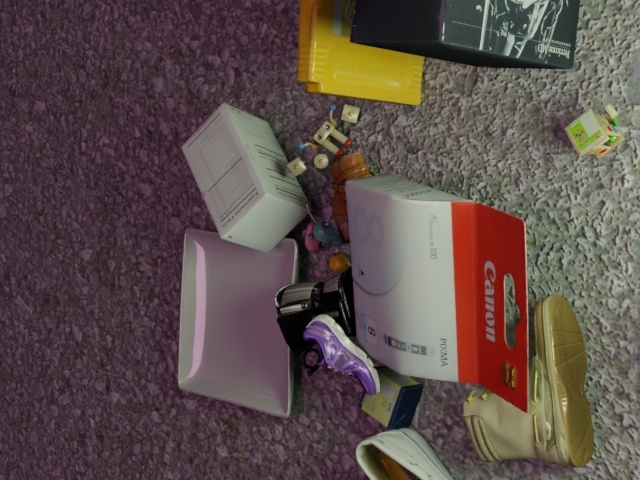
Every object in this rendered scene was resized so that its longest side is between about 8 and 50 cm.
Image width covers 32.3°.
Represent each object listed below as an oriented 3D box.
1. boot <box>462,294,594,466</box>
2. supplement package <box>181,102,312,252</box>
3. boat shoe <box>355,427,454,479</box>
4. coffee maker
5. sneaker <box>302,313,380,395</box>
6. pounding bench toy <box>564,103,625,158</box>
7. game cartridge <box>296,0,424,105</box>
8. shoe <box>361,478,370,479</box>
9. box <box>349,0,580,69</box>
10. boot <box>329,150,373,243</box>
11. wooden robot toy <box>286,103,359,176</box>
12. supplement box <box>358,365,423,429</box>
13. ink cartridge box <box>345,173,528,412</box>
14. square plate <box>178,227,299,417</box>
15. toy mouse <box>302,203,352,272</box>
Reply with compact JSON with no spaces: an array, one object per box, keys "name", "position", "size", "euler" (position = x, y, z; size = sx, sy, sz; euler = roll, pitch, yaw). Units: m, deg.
[{"name":"boot","position":[0.316,0.222,1.740],"size":[0.203,0.095,0.261],"euler":[-10,86,46]},{"name":"supplement package","position":[-0.144,-0.119,2.128],"size":[0.139,0.134,0.244],"euler":[-43,54,24]},{"name":"boat shoe","position":[0.181,0.452,1.825],"size":[0.367,0.157,0.135],"euler":[49,122,34]},{"name":"coffee maker","position":[0.024,0.144,2.026],"size":[0.178,0.120,0.171],"euler":[-14,113,45]},{"name":"sneaker","position":[0.035,0.208,1.914],"size":[0.170,0.071,0.068],"euler":[46,164,4]},{"name":"pounding bench toy","position":[0.422,-0.167,1.649],"size":[0.083,0.065,0.052],"euler":[-41,62,37]},{"name":"game cartridge","position":[0.080,-0.395,1.834],"size":[0.053,0.285,0.323],"euler":[5,95,43]},{"name":"shoe","position":[0.049,0.519,2.008],"size":[0.063,0.081,0.177],"euler":[27,109,41]},{"name":"box","position":[0.232,-0.426,1.644],"size":[0.179,0.343,0.312],"euler":[11,98,44]},{"name":"boot","position":[0.087,-0.086,1.974],"size":[0.197,0.073,0.152],"euler":[-17,80,44]},{"name":"wooden robot toy","position":[0.009,-0.183,2.065],"size":[0.076,0.079,0.173],"euler":[39,90,-7]},{"name":"supplement box","position":[0.124,0.275,1.951],"size":[0.083,0.056,0.083],"euler":[32,111,40]},{"name":"ink cartridge box","position":[0.176,0.079,1.742],"size":[0.385,0.091,0.308],"euler":[26,124,59]},{"name":"square plate","position":[-0.162,0.157,2.239],"size":[0.344,0.049,0.347],"euler":[6,94,45]},{"name":"toy mouse","position":[0.000,0.000,2.042],"size":[0.143,0.031,0.161],"euler":[60,159,-17]}]
